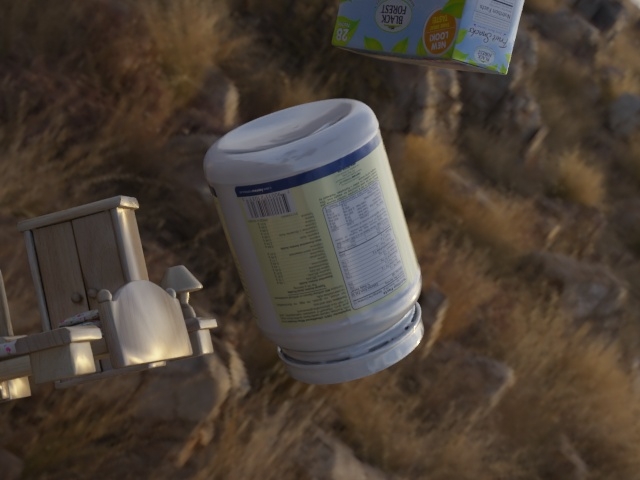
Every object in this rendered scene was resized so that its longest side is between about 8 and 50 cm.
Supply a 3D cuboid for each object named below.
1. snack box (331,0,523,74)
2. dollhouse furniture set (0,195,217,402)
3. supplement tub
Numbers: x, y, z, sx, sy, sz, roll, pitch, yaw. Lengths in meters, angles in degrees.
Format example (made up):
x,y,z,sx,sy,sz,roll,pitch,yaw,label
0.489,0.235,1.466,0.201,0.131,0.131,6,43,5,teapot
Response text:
x,y,z,sx,sy,sz,roll,pitch,yaw,label
0.103,-0.254,1.006,0.070,0.207,0.174,7,7,-36,snack box
-0.279,0.050,1.026,0.355,0.303,0.174,9,67,-75,dollhouse furniture set
0.000,0.000,1.553,0.235,0.235,0.325,-84,158,-69,supplement tub
